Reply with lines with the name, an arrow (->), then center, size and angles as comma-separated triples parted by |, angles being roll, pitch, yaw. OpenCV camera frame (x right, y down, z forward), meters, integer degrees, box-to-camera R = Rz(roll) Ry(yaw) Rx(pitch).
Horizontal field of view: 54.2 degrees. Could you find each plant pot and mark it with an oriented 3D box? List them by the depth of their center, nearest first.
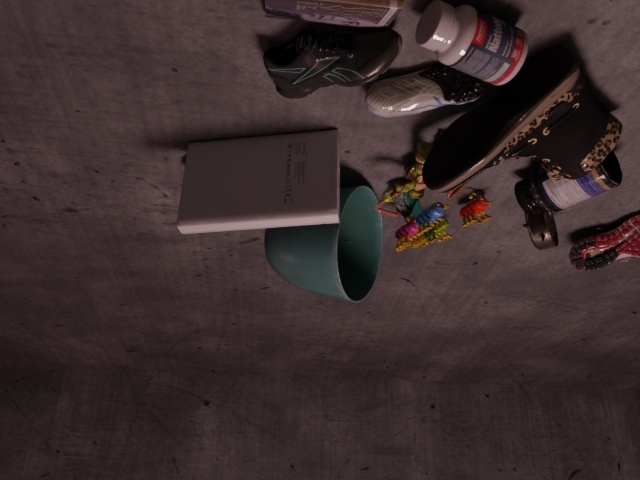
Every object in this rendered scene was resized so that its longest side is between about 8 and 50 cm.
plant pot -> 0.000, 0.000, 1.608 | 0.235, 0.292, 0.293 | 5, 155, 27

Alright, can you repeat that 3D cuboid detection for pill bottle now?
pill bottle -> 0.266, -0.355, 1.114 | 0.180, 0.107, 0.108 | 14, 149, -23
pill bottle -> 0.577, -0.141, 1.475 | 0.123, 0.122, 0.219 | 23, 145, -34

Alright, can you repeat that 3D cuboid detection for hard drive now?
hard drive -> -0.134, -0.133, 1.402 | 0.354, 0.232, 0.047 | -4, 150, 8

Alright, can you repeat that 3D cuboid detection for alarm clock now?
alarm clock -> 0.590, -0.039, 1.664 | 0.064, 0.129, 0.192 | -17, 167, 31

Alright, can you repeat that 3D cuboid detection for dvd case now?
dvd case -> 0.017, -0.390, 1.059 | 0.222, 0.018, 0.164 | 3, -173, -5

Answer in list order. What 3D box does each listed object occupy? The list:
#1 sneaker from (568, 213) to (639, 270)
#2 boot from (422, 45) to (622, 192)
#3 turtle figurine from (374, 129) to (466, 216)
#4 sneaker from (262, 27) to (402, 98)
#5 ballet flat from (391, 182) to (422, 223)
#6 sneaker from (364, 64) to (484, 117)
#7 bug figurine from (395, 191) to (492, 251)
sneaker -> 0.851, -0.002, 1.750 | 0.299, 0.120, 0.112 | -18, 175, 29
boot -> 0.430, -0.197, 1.320 | 0.284, 0.138, 0.377 | 23, 123, -38
turtle figurine -> 0.257, -0.165, 1.485 | 0.270, 0.087, 0.217 | -14, 152, -20
sneaker -> 0.018, -0.340, 1.161 | 0.268, 0.101, 0.106 | -12, 146, 23
ballet flat -> 0.223, -0.095, 1.648 | 0.070, 0.070, 0.188 | -8, 148, 17
sneaker -> 0.207, -0.298, 1.264 | 0.238, 0.085, 0.086 | -6, 177, 7
bug figurine -> 0.303, -0.050, 1.600 | 0.279, 0.072, 0.216 | -9, 161, -44
